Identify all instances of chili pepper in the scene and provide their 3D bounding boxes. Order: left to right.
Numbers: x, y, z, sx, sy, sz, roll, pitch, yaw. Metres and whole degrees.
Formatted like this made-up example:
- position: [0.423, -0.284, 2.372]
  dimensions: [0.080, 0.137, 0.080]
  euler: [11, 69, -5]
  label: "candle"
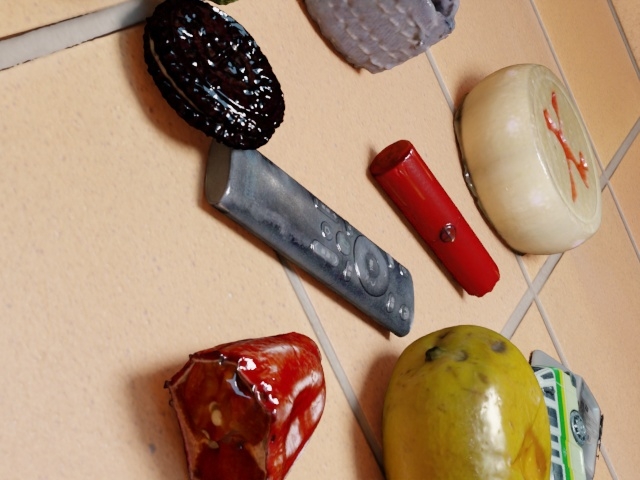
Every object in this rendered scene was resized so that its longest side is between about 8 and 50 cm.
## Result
- position: [-0.047, 0.163, 1.065]
  dimensions: [0.144, 0.136, 0.252]
  euler: [47, 20, 12]
  label: "chili pepper"

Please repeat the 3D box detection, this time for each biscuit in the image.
- position: [-0.114, -0.185, 1.165]
  dimensions: [0.194, 0.053, 0.195]
  euler: [34, 34, -27]
  label: "biscuit"

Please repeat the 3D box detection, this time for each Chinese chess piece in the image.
- position: [0.370, -0.140, 1.846]
  dimensions: [0.338, 0.140, 0.338]
  euler: [33, 48, -45]
  label: "Chinese chess piece"

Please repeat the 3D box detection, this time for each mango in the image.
- position: [0.178, 0.285, 1.291]
  dimensions: [0.253, 0.182, 0.365]
  euler: [15, 72, -56]
  label: "mango"

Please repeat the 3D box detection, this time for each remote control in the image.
- position: [0.000, 0.000, 1.283]
  dimensions: [0.377, 0.044, 0.107]
  euler: [37, 48, -42]
  label: "remote control"

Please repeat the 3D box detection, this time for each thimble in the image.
- position: [0.083, -0.365, 1.496]
  dimensions: [0.205, 0.172, 0.236]
  euler: [-39, 108, -54]
  label: "thimble"

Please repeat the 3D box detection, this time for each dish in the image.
- position: [0.398, 0.307, 1.699]
  dimensions: [0.182, 0.080, 0.243]
  euler: [55, 33, -23]
  label: "dish"

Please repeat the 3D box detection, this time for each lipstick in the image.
- position: [0.171, -0.029, 1.541]
  dimensions: [0.280, 0.073, 0.073]
  euler: [49, 37, -31]
  label: "lipstick"

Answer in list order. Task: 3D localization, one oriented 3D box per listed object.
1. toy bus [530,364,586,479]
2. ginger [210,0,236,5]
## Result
- position: [0.286, 0.304, 1.470]
  dimensions: [0.164, 0.133, 0.276]
  euler: [34, 46, -45]
  label: "toy bus"
- position: [-0.191, -0.299, 1.089]
  dimensions: [0.137, 0.089, 0.290]
  euler: [33, 19, 26]
  label: "ginger"
